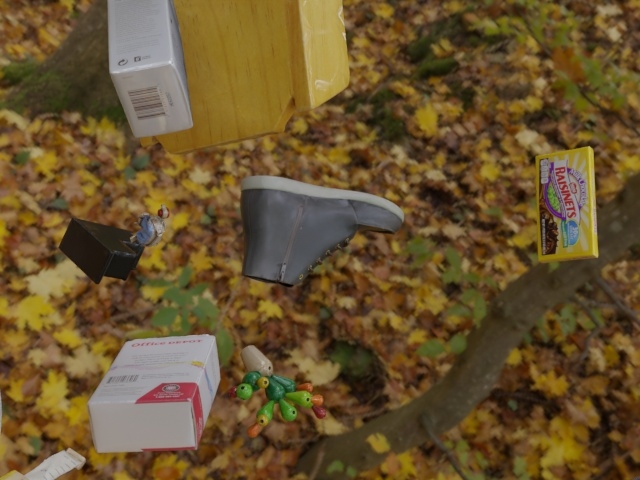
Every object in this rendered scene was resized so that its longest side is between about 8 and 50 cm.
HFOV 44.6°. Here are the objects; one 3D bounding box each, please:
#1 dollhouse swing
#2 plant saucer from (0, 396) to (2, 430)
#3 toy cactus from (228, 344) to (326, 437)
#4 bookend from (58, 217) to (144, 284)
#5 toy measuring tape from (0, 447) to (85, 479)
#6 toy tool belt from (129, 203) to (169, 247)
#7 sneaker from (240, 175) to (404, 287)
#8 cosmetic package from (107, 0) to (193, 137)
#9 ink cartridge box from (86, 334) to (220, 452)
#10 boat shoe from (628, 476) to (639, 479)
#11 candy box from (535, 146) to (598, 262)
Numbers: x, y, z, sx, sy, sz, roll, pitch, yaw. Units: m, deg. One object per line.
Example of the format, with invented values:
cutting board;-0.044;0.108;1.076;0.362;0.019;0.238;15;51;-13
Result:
dollhouse swing;-0.084;-0.310;1.287;0.305;0.346;0.315;-6;90;-56
plant saucer;-0.540;0.175;0.929;0.400;0.100;0.400;40;35;-36
toy cactus;-0.097;0.278;1.467;0.219;0.112;0.180;9;31;-45
bookend;-0.417;0.031;1.582;0.156;0.072;0.157;33;11;36
toy measuring tape;-0.460;0.405;1.156;0.121;0.121;0.330;47;9;5
toy tool belt;-0.298;-0.025;1.355;0.051;0.083;0.052;0;47;-35
sneaker;0.000;0.000;0.914;0.222;0.118;0.083;8;-6;-32
cosmetic package;-0.228;-0.258;1.037;0.117;0.085;0.231;83;-4;-53
ink cartridge box;-0.359;0.336;1.742;0.306;0.226;0.131;-79;165;-73
boat shoe;0.393;0.293;0.872;0.065;0.206;0.075;2;68;-42
candy box;0.449;-0.065;1.427;0.027;0.105;0.206;22;66;-53
